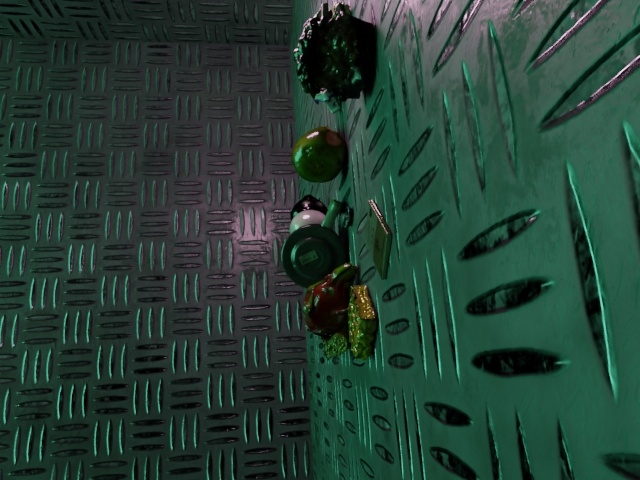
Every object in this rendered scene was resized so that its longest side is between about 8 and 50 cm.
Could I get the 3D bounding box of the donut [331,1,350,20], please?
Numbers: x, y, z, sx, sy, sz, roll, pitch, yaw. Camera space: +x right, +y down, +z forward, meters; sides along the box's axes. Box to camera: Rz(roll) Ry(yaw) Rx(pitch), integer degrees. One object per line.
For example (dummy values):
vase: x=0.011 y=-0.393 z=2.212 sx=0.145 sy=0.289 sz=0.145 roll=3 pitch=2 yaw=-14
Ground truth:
donut: x=0.064 y=-0.708 z=1.524 sx=0.108 sy=0.065 sz=0.166 roll=-110 pitch=19 yaw=-67

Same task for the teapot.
teapot: x=-0.023 y=0.006 z=1.741 sx=0.239 sy=0.239 sz=0.322 roll=-71 pitch=-23 yaw=-80

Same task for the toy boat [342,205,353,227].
toy boat: x=0.093 y=-0.079 z=1.563 sx=0.038 sy=0.038 sz=0.083 roll=-105 pitch=16 yaw=-59

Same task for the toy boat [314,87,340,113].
toy boat: x=0.025 y=-0.568 z=1.734 sx=0.115 sy=0.114 sz=0.262 roll=53 pitch=-164 yaw=-39

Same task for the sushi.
sushi: x=0.028 y=-0.512 z=1.263 sx=0.225 sy=0.218 sz=0.239 roll=134 pitch=133 yaw=-74

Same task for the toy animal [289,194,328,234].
toy animal: x=-0.048 y=-0.078 z=2.037 sx=0.235 sy=0.187 sz=0.165 roll=-98 pitch=0 yaw=-53

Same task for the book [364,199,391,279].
book: x=0.151 y=-0.006 z=1.212 sx=0.199 sy=0.016 sz=0.138 roll=-105 pitch=15 yaw=-59

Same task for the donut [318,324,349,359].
donut: x=0.042 y=0.301 z=1.690 sx=0.152 sy=0.101 sz=0.259 roll=22 pitch=-127 yaw=-79

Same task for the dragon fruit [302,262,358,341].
dragon fruit: x=0.051 y=0.210 z=1.520 sx=0.200 sy=0.269 sz=0.198 roll=47 pitch=-178 yaw=-35

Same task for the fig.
fig: x=0.006 y=-0.346 z=1.708 sx=0.275 sy=0.206 sz=0.206 roll=-79 pitch=-6 yaw=-52

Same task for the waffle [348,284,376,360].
waffle: x=0.120 y=0.265 z=1.357 sx=0.160 sy=0.055 sz=0.211 roll=-102 pitch=14 yaw=-59
